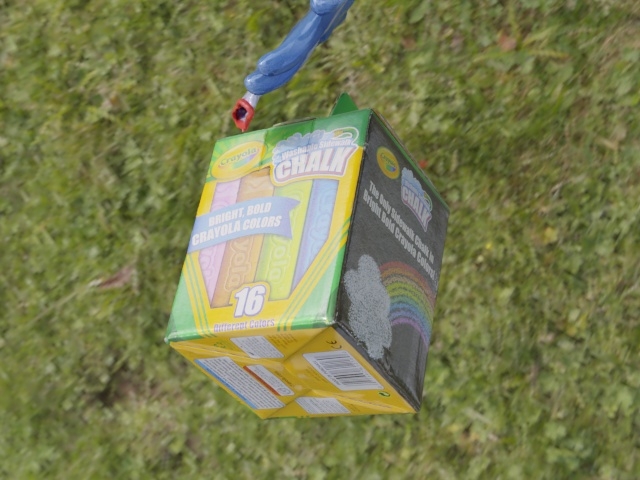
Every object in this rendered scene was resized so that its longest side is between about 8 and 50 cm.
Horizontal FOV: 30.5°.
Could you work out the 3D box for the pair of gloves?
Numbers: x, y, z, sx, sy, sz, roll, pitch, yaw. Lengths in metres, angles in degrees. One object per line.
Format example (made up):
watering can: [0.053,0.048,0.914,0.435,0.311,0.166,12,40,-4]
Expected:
pair of gloves: [0.005,-0.138,0.720,0.023,0.159,0.198,40,171,-5]

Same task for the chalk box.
chalk box: [0.000,0.000,0.813,0.132,0.213,0.132,-9,143,29]
